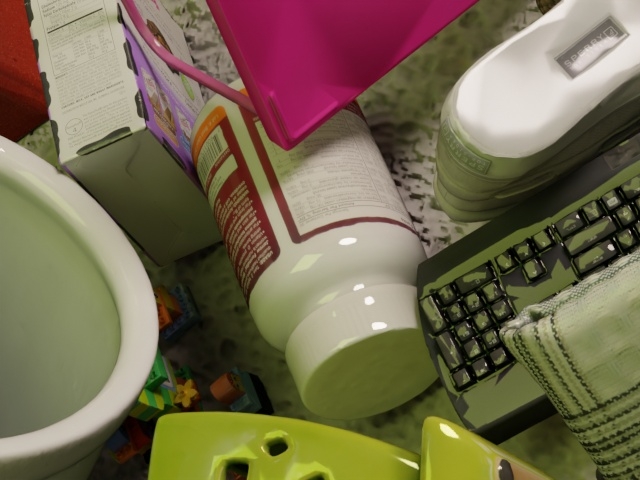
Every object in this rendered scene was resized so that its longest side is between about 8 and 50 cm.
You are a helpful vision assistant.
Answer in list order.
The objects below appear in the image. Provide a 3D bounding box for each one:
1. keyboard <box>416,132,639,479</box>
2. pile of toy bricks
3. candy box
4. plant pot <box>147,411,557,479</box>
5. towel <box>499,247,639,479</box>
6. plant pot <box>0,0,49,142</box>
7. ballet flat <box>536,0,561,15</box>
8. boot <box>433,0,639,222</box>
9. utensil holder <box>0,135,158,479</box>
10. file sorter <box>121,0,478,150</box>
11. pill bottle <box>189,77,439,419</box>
[{"bbox_3d":[0.217,0.028,1.120,0.317,0.033,0.201,-31,71,15],"label":"keyboard"},{"bbox_3d":[-0.119,0.103,1.338,0.118,0.105,0.212,-39,53,19],"label":"pile of toy bricks"},{"bbox_3d":[-0.138,-0.106,1.390,0.070,0.165,0.196,-23,58,10],"label":"candy box"},{"bbox_3d":[0.039,0.221,1.099,0.207,0.227,0.228,-9,66,28],"label":"plant pot"},{"bbox_3d":[0.301,0.081,0.910,0.324,0.312,0.056,-32,15,20],"label":"towel"},{"bbox_3d":[-0.405,-0.186,1.589,0.267,0.235,0.267,-32,56,24],"label":"plant pot"},{"bbox_3d":[0.233,-0.225,1.226,0.250,0.058,0.084,-39,54,20],"label":"ballet flat"},{"bbox_3d":[0.173,-0.106,1.200,0.258,0.123,0.095,-31,76,-15],"label":"boot"},{"bbox_3d":[-0.321,0.153,1.261,0.327,0.327,0.385,56,133,37],"label":"utensil holder"},{"bbox_3d":[0.003,-0.245,1.253,0.290,0.202,0.182,-39,42,-17],"label":"file sorter"},{"bbox_3d":[0.000,0.000,1.276,0.121,0.121,0.221,-37,54,21],"label":"pill bottle"}]
